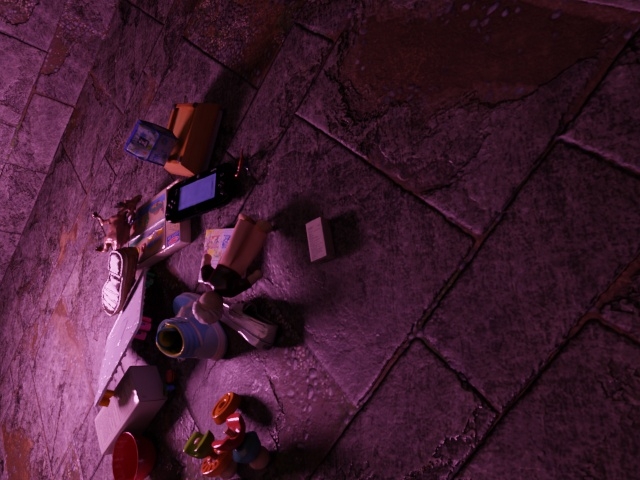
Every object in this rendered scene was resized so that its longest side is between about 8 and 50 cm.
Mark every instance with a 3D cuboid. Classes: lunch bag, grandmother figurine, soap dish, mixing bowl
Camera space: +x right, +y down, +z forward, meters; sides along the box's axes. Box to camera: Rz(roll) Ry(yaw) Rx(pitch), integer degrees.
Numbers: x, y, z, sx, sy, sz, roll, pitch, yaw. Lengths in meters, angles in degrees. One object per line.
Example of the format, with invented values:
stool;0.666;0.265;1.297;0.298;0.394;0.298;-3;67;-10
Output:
lunch bag;-0.619;-0.357;1.606;0.129;0.151;0.096;-56;50;15
grandmother figurine;-0.275;0.087;1.309;0.207;0.104;0.342;12;68;32
soap dish;-0.509;-0.397;1.703;0.229;0.118;0.291;15;89;43
mixing bowl;-0.637;0.760;1.534;0.181;0.098;0.181;-13;70;39

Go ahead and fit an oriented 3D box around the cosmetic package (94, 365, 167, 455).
cosmetic package;-0.702;0.621;1.618;0.309;0.113;0.160;-51;51;19

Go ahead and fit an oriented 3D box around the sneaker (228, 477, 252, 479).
sneaker;-0.182;0.713;1.148;0.292;0.110;0.118;-2;87;41

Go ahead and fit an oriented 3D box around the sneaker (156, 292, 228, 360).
sneaker;-0.454;0.263;1.426;0.319;0.208;0.127;35;104;41

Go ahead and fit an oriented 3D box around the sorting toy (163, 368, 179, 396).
sorting toy;-0.522;0.502;1.544;0.061;0.042;0.102;42;120;55

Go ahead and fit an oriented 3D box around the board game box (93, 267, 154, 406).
board game box;-0.735;0.355;1.671;0.390;0.050;0.390;-58;28;14

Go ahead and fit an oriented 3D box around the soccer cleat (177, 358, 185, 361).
soccer cleat;-0.474;0.398;1.533;0.083;0.029;0.036;-36;66;33

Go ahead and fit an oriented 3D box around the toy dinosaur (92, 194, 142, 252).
toy dinosaur;-0.836;-0.047;1.835;0.200;0.127;0.296;-15;76;31

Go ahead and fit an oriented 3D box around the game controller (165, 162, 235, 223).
game controller;-0.437;-0.168;1.586;0.319;0.067;0.167;-16;70;26

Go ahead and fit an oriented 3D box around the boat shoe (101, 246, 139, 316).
boat shoe;-0.798;0.169;1.784;0.110;0.104;0.307;30;113;17

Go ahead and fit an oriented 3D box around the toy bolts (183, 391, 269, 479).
toy bolts;-0.233;0.559;1.241;0.228;0.158;0.218;-25;23;45

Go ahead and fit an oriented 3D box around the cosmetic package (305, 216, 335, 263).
cosmetic package;0.000;0.000;1.205;0.060;0.041;0.115;-23;65;36

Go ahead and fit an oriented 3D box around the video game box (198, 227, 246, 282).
video game box;-0.320;0.054;1.470;0.205;0.048;0.187;0;81;41

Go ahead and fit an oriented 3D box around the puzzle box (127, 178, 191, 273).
puzzle box;-0.670;-0.048;1.801;0.409;0.052;0.272;-25;64;35

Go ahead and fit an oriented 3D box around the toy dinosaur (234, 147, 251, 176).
toy dinosaur;-0.273;-0.254;1.490;0.047;0.090;0.082;-16;24;27

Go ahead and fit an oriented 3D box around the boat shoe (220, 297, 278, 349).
boat shoe;-0.228;0.224;1.315;0.267;0.096;0.088;28;94;41
